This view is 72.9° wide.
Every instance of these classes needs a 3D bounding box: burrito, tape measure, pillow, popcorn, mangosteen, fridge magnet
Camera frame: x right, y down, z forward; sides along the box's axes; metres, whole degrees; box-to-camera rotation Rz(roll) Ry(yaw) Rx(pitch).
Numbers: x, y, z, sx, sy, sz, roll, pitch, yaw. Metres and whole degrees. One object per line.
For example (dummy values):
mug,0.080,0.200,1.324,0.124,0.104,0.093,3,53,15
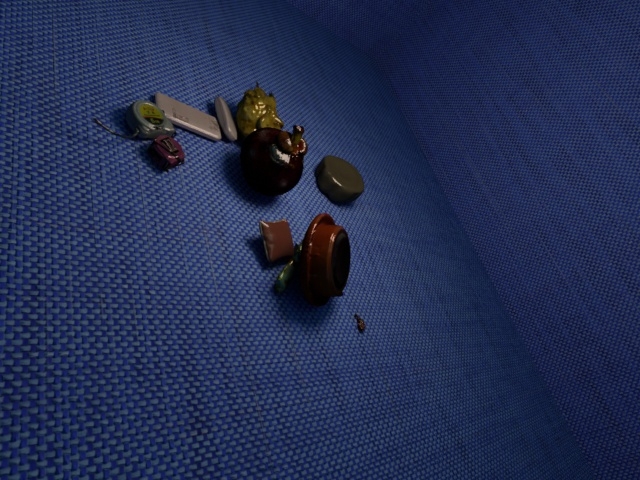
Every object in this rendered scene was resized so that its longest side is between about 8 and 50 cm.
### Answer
burrito,-0.102,0.080,1.668,0.054,0.104,0.288,23,44,10
tape measure,-0.554,-0.317,1.567,0.125,0.074,0.118,47,33,-10
pillow,-0.174,0.002,1.695,0.179,0.075,0.171,-8,84,-61
popcorn,-0.287,-0.556,1.984,0.252,0.215,0.286,65,20,-44
mangosteen,-0.189,-0.335,1.818,0.297,0.293,0.297,165,-90,-88
fridge magnet,0.019,0.076,1.678,0.363,0.155,0.364,4,90,-69
tape measure,-0.673,-0.418,1.512,0.164,0.084,0.330,56,33,11

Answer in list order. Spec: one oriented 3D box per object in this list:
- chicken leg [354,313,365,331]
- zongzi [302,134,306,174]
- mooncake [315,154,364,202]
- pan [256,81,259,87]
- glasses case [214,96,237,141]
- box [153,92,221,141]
chicken leg,0.168,0.348,1.829,0.036,0.021,0.083,9,51,-33
zongzi,-0.100,-0.433,2.208,0.184,0.084,0.187,63,29,-8
mooncake,0.096,-0.314,2.266,0.275,0.135,0.275,27,41,-26
pan,-0.307,-0.723,2.251,0.128,0.048,0.202,32,40,-28
glasses case,-0.421,-0.540,1.922,0.092,0.059,0.233,56,13,-62
box,-0.543,-0.506,1.785,0.285,0.044,0.142,16,45,-40
